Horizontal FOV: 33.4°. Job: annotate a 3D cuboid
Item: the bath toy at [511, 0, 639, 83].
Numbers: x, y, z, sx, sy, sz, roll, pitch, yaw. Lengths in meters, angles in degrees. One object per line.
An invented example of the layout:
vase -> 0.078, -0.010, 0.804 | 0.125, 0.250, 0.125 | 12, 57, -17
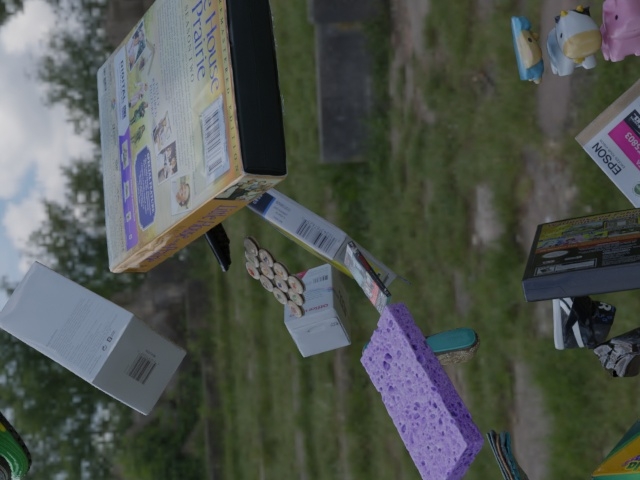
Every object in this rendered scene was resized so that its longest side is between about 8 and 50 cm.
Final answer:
bath toy -> 0.509, -0.376, 1.863 | 0.151, 0.348, 0.129 | -125, 20, -77

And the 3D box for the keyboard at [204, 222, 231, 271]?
keyboard -> -0.220, -0.107, 1.823 | 0.201, 0.033, 0.317 | -111, -1, -47

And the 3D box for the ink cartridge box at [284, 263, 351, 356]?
ink cartridge box -> -0.007, 0.168, 2.575 | 0.176, 0.128, 0.127 | -90, -21, -53

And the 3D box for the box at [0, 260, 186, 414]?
box -> -0.503, 0.211, 2.333 | 0.168, 0.345, 0.215 | -59, -36, -12

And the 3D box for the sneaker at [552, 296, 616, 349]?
sneaker -> 0.512, 0.111, 2.077 | 0.079, 0.121, 0.216 | -70, -26, -61

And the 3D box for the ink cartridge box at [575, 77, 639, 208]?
ink cartridge box -> 0.650, -0.179, 2.087 | 0.234, 0.193, 0.088 | 53, -156, 17

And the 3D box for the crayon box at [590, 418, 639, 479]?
crayon box -> 0.604, 0.362, 1.765 | 0.081, 0.165, 0.278 | 55, 148, -5

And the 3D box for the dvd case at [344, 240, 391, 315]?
dvd case -> 0.080, 0.065, 1.819 | 0.119, 0.013, 0.087 | 53, 163, 20

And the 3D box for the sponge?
sponge -> 0.120, 0.192, 1.296 | 0.210, 0.031, 0.117 | 62, 147, 33

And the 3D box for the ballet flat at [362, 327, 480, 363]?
ballet flat -> 0.179, 0.200, 1.876 | 0.067, 0.206, 0.073 | 74, -166, -48

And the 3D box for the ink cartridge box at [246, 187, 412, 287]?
ink cartridge box -> 0.000, 0.000, 2.161 | 0.072, 0.304, 0.307 | -56, -35, -5

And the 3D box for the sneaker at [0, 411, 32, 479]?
sneaker -> -0.538, 0.288, 1.565 | 0.134, 0.146, 0.343 | 42, 163, 27

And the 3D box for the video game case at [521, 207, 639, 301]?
video game case -> 0.397, 0.006, 1.316 | 0.248, 0.275, 0.035 | -47, -54, -67

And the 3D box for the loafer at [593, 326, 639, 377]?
loafer -> 0.564, 0.205, 1.932 | 0.220, 0.080, 0.078 | 93, 155, -77

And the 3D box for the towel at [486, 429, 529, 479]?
towel -> 0.382, 0.525, 1.803 | 0.271, 0.040, 0.370 | 60, -171, -53

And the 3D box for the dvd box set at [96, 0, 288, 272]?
dvd box set -> -0.177, -0.157, 1.339 | 0.420, 0.062, 0.307 | -30, 63, 55

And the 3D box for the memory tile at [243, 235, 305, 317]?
memory tile -> -0.080, 0.063, 1.850 | 0.148, 0.012, 0.113 | 41, 151, 24
